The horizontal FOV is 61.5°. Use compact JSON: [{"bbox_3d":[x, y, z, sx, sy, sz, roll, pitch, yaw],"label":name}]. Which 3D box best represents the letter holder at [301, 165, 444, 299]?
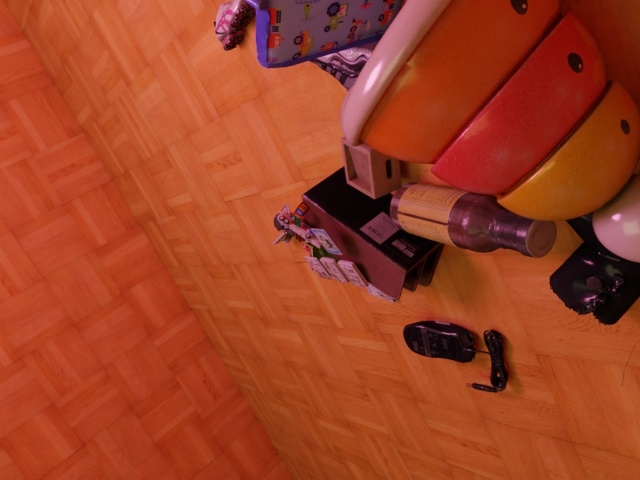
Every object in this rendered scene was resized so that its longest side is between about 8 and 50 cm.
[{"bbox_3d":[0.111,0.007,1.258,0.302,0.152,0.214,38,147,25],"label":"letter holder"}]

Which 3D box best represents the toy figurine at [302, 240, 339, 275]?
[{"bbox_3d":[-0.003,0.029,1.462,0.173,0.130,0.159,40,160,-9],"label":"toy figurine"}]

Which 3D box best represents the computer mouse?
[{"bbox_3d":[0.336,0.275,1.311,0.262,0.060,0.184,-2,115,41],"label":"computer mouse"}]

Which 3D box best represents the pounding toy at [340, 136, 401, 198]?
[{"bbox_3d":[0.122,-0.179,1.131,0.130,0.100,0.141,38,146,50],"label":"pounding toy"}]

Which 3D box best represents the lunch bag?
[{"bbox_3d":[0.005,-0.407,0.850,0.138,0.293,0.221,41,146,20],"label":"lunch bag"}]

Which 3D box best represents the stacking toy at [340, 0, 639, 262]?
[{"bbox_3d":[0.302,-0.149,0.730,0.480,0.350,0.350,39,148,2],"label":"stacking toy"}]

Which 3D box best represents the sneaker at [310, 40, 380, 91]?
[{"bbox_3d":[0.056,-0.316,1.055,0.269,0.101,0.153,24,136,36],"label":"sneaker"}]

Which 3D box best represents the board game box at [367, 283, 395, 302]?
[{"bbox_3d":[0.156,0.112,1.424,0.090,0.020,0.090,17,133,45],"label":"board game box"}]

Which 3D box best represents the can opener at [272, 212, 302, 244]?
[{"bbox_3d":[-0.075,-0.057,1.516,0.093,0.074,0.280,55,149,-1],"label":"can opener"}]

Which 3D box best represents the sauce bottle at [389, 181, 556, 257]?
[{"bbox_3d":[0.265,-0.036,0.984,0.344,0.111,0.111,26,141,59],"label":"sauce bottle"}]

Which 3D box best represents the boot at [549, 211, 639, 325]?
[{"bbox_3d":[0.431,0.015,0.885,0.246,0.094,0.207,38,142,14],"label":"boot"}]

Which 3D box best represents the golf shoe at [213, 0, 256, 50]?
[{"bbox_3d":[-0.207,-0.520,1.245,0.086,0.067,0.186,57,149,-2],"label":"golf shoe"}]

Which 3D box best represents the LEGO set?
[{"bbox_3d":[0.000,0.000,1.229,0.182,0.060,0.244,7,141,53],"label":"LEGO set"}]
